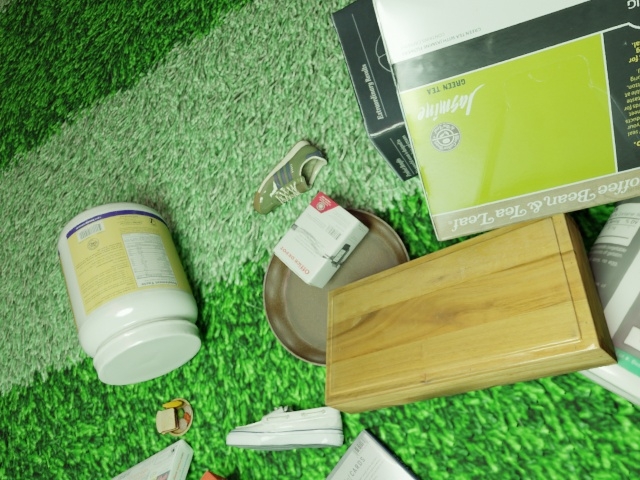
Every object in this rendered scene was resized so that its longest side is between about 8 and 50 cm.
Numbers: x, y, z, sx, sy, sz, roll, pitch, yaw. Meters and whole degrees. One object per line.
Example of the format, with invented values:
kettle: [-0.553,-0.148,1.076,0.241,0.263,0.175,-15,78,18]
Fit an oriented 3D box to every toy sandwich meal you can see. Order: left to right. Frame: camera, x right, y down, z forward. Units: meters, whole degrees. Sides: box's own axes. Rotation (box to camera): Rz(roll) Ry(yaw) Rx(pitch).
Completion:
toy sandwich meal: [-0.310,0.375,1.091,0.086,0.029,0.085,-8,71,24]

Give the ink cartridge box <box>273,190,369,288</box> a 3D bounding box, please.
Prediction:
ink cartridge box: [0.000,0.000,0.986,0.109,0.063,0.150,41,94,30]

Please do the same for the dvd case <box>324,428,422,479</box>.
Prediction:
dvd case: [0.110,0.467,0.860,0.239,0.029,0.179,38,92,30]

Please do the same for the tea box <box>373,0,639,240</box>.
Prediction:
tea box: [0.273,-0.213,0.678,0.329,0.220,0.323,-13,112,15]

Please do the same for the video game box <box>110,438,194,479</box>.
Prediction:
video game box: [-0.355,0.508,0.998,0.205,0.187,0.048,-32,106,14]

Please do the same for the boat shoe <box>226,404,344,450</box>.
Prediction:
boat shoe: [-0.065,0.348,0.963,0.227,0.083,0.075,-6,60,12]

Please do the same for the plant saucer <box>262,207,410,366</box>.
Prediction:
plant saucer: [0.032,0.089,1.006,0.311,0.050,0.310,-7,72,23]

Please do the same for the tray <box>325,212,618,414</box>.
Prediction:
tray: [0.183,0.118,0.764,0.411,0.076,0.202,-25,48,36]

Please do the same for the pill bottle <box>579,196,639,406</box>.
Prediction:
pill bottle: [0.483,0.045,0.712,0.204,0.204,0.361,31,89,30]

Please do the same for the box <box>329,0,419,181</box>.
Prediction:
box: [0.260,-0.336,0.936,0.396,0.212,0.293,-21,67,18]

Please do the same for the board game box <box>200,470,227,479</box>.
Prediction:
board game box: [-0.144,0.561,0.808,0.317,0.064,0.242,19,65,39]

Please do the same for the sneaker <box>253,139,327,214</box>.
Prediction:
sneaker: [-0.061,-0.124,1.107,0.086,0.064,0.192,37,89,35]

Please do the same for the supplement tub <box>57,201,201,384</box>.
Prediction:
supplement tub: [-0.405,0.110,1.099,0.241,0.241,0.331,-34,63,12]
